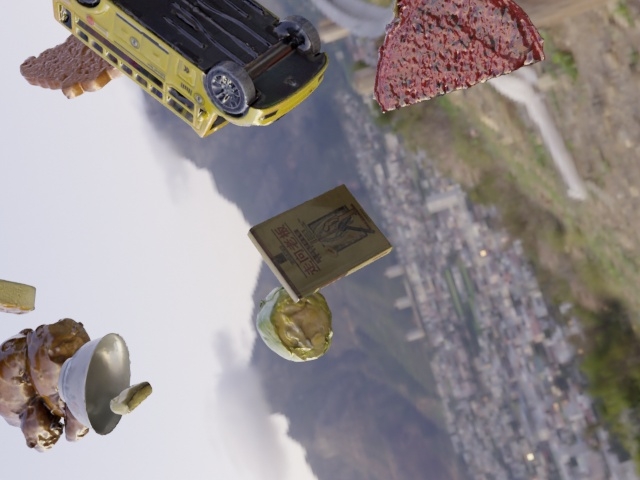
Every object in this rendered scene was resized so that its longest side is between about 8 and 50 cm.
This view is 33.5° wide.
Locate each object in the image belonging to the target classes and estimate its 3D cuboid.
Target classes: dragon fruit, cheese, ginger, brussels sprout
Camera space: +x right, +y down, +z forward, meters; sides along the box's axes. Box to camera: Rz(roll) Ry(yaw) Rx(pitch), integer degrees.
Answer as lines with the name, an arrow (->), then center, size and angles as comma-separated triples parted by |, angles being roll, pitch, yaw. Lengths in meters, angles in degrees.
dragon fruit -> 0.225, -0.381, 1.926 | 0.152, 0.316, 0.205 | -86, -21, -70
cheese -> -0.300, 0.247, 1.674 | 0.083, 0.044, 0.030 | -41, -63, -60
ginger -> -0.623, 0.331, 2.404 | 0.152, 0.357, 0.274 | -31, -82, -55
brussels sprout -> -0.056, 0.162, 2.041 | 0.122, 0.149, 0.152 | -31, 55, 58

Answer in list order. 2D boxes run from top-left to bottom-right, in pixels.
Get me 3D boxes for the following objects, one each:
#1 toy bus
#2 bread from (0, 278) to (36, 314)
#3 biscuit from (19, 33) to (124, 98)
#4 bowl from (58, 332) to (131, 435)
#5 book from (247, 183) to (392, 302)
toy bus -> -0.156, -0.239, 1.243 | 0.331, 0.145, 0.151 | 38, 142, 12
bread -> -0.745, 0.122, 2.411 | 0.125, 0.188, 0.068 | -18, 61, 63
biscuit -> -0.360, -0.296, 1.718 | 0.043, 0.280, 0.183 | 68, -158, -47
bowl -> -0.424, 0.259, 1.951 | 0.189, 0.086, 0.189 | 4, -90, -75
book -> 0.000, 0.000, 1.936 | 0.161, 0.231, 0.026 | 53, 147, 15
